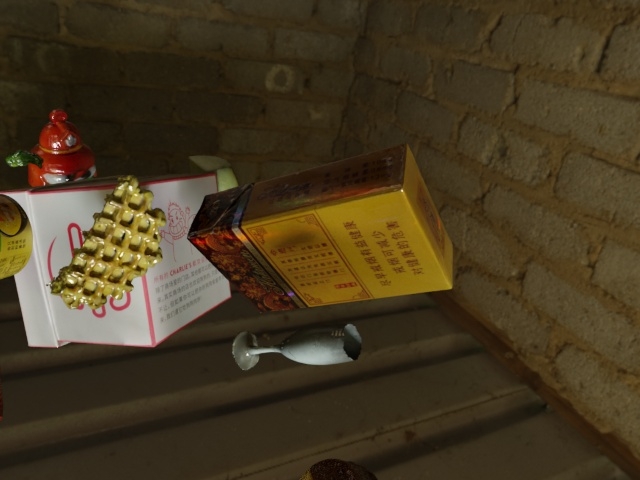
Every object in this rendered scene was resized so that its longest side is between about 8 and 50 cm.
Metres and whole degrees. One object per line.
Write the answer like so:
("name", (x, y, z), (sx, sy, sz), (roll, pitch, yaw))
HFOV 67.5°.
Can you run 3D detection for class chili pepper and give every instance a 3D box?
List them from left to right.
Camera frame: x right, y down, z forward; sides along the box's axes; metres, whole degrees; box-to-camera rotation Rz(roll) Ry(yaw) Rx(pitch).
("chili pepper", (-0.616, -0.169, 1.001), (0.091, 0.034, 0.030), (5, 165, 13))

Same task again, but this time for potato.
("potato", (-0.260, -0.131, 1.171), (0.081, 0.149, 0.120), (-17, -143, -30))

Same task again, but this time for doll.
("doll", (-0.743, -0.206, 1.381), (0.160, 0.363, 0.183), (34, -143, 23))

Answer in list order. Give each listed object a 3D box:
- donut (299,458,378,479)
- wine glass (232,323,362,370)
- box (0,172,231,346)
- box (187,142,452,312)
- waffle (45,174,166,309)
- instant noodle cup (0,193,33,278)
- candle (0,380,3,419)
("donut", (0.019, 0.372, 0.666), (0.059, 0.140, 0.140), (41, -173, -33))
("wine glass", (-0.037, 0.155, 0.707), (0.198, 0.066, 0.066), (-13, -167, 32))
("box", (-0.397, 0.024, 0.992), (0.300, 0.312, 0.314), (-1, -169, 18))
("box", (-0.001, 0.001, 0.870), (0.415, 0.264, 0.115), (-11, -134, 28))
("waffle", (-0.310, 0.009, 0.699), (0.192, 0.160, 0.046), (-37, -139, -28))
("instant noodle cup", (-0.450, -0.003, 0.593), (0.151, 0.151, 0.122), (16, -167, 16))
("candle", (-0.887, 0.327, 1.284), (0.051, 0.048, 0.329), (-12, -121, -21))
